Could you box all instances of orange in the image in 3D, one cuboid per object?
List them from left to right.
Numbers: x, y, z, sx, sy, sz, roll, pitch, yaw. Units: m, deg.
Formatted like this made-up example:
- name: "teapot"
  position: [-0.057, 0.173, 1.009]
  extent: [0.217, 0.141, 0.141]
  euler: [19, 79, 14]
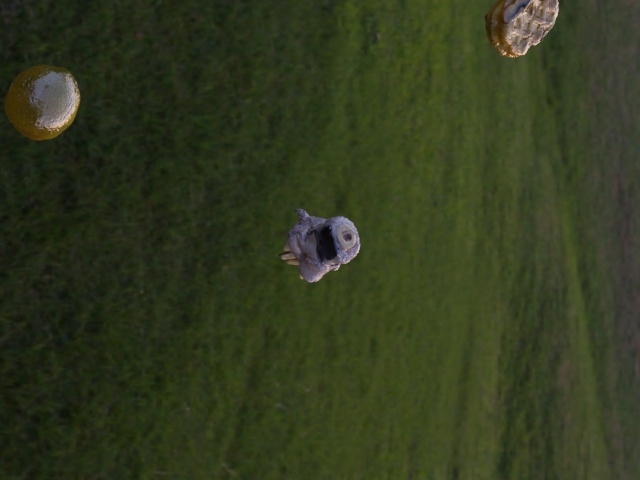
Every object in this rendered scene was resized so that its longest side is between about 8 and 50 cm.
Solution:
- name: "orange"
  position: [-0.335, -0.169, 1.180]
  extent: [0.095, 0.085, 0.085]
  euler: [-50, 137, -13]

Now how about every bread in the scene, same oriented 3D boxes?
- name: "bread"
  position: [0.258, -0.283, 1.236]
  extent: [0.111, 0.044, 0.083]
  euler: [-46, 129, -14]

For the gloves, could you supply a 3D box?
- name: "gloves"
  position: [0.005, 0.007, 1.591]
  extent: [0.094, 0.144, 0.110]
  euler: [-19, 109, -37]
